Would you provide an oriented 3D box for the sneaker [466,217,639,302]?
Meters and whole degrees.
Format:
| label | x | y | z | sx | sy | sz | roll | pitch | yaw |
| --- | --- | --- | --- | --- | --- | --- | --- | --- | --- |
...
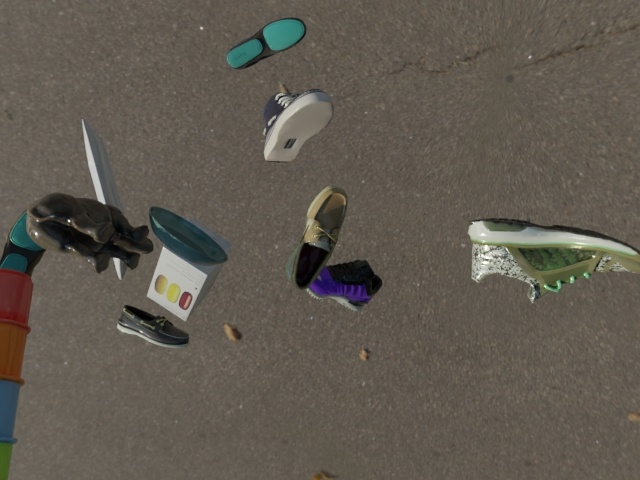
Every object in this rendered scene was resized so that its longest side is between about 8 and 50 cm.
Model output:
| label | x | y | z | sx | sy | sz | roll | pitch | yaw |
| --- | --- | --- | --- | --- | --- | --- | --- | --- | --- |
| sneaker | 0.534 | 0.058 | 1.173 | 0.410 | 0.158 | 0.182 | 11 | 101 | 22 |

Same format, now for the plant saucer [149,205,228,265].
| label | x | y | z | sx | sy | sz | roll | pitch | yaw |
| --- | --- | --- | --- | --- | --- | --- | --- | --- | --- |
| plant saucer | -0.175 | -0.001 | 0.664 | 0.119 | 0.119 | 0.021 | 37 | 95 | 5 |

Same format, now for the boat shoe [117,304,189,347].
| label | x | y | z | sx | sy | sz | roll | pitch | yaw |
| --- | --- | --- | --- | --- | --- | --- | --- | --- | --- |
| boat shoe | -0.478 | 0.247 | 1.471 | 0.228 | 0.081 | 0.068 | 15 | 97 | 11 |

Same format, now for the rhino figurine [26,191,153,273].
| label | x | y | z | sx | sy | sz | roll | pitch | yaw |
| --- | --- | --- | --- | --- | --- | --- | --- | --- | --- |
| rhino figurine | -0.280 | -0.011 | 0.659 | 0.106 | 0.243 | 0.073 | 25 | 88 | 2 |

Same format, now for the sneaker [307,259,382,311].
| label | x | y | z | sx | sy | sz | roll | pitch | yaw |
| --- | --- | --- | --- | --- | --- | --- | --- | --- | --- |
| sneaker | 0.066 | 0.097 | 1.417 | 0.146 | 0.293 | 0.102 | -40 | 50 | 22 |

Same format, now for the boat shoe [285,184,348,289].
| label | x | y | z | sx | sy | sz | roll | pitch | yaw |
| --- | --- | --- | --- | --- | --- | --- | --- | --- | --- |
| boat shoe | 0.000 | 0.000 | 0.620 | 0.050 | 0.045 | 0.135 | 17 | 106 | -19 |

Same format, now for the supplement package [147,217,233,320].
| label | x | y | z | sx | sy | sz | roll | pitch | yaw |
| --- | --- | --- | --- | --- | --- | --- | --- | --- | --- |
| supplement package | -0.357 | 0.084 | 1.388 | 0.139 | 0.134 | 0.244 | 33 | 134 | -1 |

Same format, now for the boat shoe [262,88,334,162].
| label | x | y | z | sx | sy | sz | roll | pitch | yaw |
| --- | --- | --- | --- | --- | --- | --- | --- | --- | --- |
| boat shoe | -0.076 | -0.338 | 1.330 | 0.340 | 0.127 | 0.158 | -32 | 64 | 59 |

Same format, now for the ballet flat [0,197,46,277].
| label | x | y | z | sx | sy | sz | roll | pitch | yaw |
| --- | --- | --- | --- | --- | --- | --- | --- | --- | --- |
| ballet flat | -0.862 | 0.027 | 1.498 | 0.116 | 0.124 | 0.342 | 25 | 85 | -24 |

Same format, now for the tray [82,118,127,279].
| label | x | y | z | sx | sy | sz | roll | pitch | yaw |
| --- | --- | --- | --- | --- | --- | --- | --- | --- | --- |
| tray | -0.389 | -0.075 | 0.938 | 0.270 | 0.030 | 0.145 | 68 | 152 | 18 |

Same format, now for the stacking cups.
| label | x | y | z | sx | sy | sz | roll | pitch | yaw |
| --- | --- | --- | --- | --- | --- | --- | --- | --- | --- |
| stacking cups | -0.359 | 0.185 | 0.548 | 0.096 | 0.096 | 0.316 | -14 | 62 | 23 |

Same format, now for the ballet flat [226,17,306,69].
| label | x | y | z | sx | sy | sz | roll | pitch | yaw |
| --- | --- | --- | --- | --- | --- | --- | --- | --- | --- |
| ballet flat | -0.125 | -0.460 | 1.192 | 0.203 | 0.074 | 0.074 | -21 | 99 | 13 |
